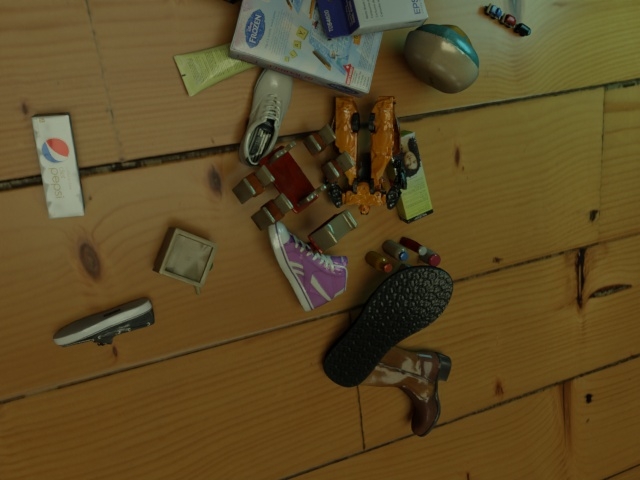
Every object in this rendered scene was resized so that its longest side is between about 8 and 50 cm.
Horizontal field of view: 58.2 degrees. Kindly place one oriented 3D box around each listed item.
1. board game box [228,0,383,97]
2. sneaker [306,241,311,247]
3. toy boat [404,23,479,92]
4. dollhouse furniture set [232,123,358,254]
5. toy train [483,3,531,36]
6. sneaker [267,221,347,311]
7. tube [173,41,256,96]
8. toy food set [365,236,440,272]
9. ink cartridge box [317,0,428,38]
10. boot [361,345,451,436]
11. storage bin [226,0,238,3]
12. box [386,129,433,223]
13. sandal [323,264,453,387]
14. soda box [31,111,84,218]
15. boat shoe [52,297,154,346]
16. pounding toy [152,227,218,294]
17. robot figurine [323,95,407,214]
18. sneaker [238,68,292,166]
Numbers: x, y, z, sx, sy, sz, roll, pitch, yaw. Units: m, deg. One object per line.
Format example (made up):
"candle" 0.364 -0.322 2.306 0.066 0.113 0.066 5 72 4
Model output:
"board game box" -0.011 -0.516 1.269 0.317 0.066 0.319 15 88 -14
"sneaker" 0.000 0.000 1.503 0.083 0.031 0.035 -42 115 -5
"toy boat" 0.242 -0.480 1.364 0.318 0.267 0.148 32 99 6
"dollhouse furniture set" -0.041 -0.099 1.344 0.262 0.135 0.259 -38 96 -28
"toy train" 0.496 -0.581 1.521 0.158 0.036 0.027 18 98 -24
"sneaker" -0.023 0.040 1.456 0.160 0.102 0.282 -24 125 4
"tube" -0.201 -0.410 1.297 0.240 0.070 0.062 -24 151 -10
"toy food set" 0.253 0.061 1.577 0.232 0.104 0.111 20 97 -25
"ink cartridge box" 0.097 -0.553 1.223 0.223 0.045 0.224 -14 87 -13
"boot" 0.230 0.436 1.685 0.280 0.096 0.264 14 100 -23
"storage bin" -0.188 -0.604 1.204 0.084 0.122 0.180 13 100 -24
"box" 0.229 -0.167 1.528 0.087 0.058 0.233 -24 113 -12
"sandal" 0.171 0.215 1.569 0.167 0.107 0.446 42 110 -7
"soda box" -0.555 -0.159 1.224 0.073 0.069 0.216 -8 107 -19
"boat shoe" -0.501 0.209 1.353 0.228 0.080 0.076 -22 111 -22
"pounding toy" -0.316 0.054 1.374 0.141 0.100 0.130 24 82 -28
"robot figurine" 0.113 -0.209 1.432 0.210 0.085 0.291 3 108 12
"sneaker" -0.118 -0.290 1.340 0.094 0.091 0.258 12 101 -24
